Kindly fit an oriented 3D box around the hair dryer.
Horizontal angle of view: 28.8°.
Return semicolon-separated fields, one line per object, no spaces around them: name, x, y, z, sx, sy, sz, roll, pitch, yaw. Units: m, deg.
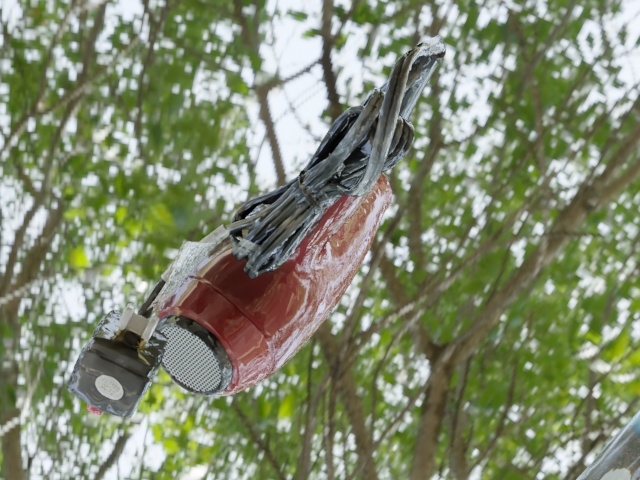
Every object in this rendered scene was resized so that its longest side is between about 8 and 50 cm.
hair dryer;0.000;0.000;0.649;0.080;0.223;0.293;49;-172;-1

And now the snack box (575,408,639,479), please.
snack box;0.136;0.174;0.425;0.187;0.060;0.322;42;-92;-1
